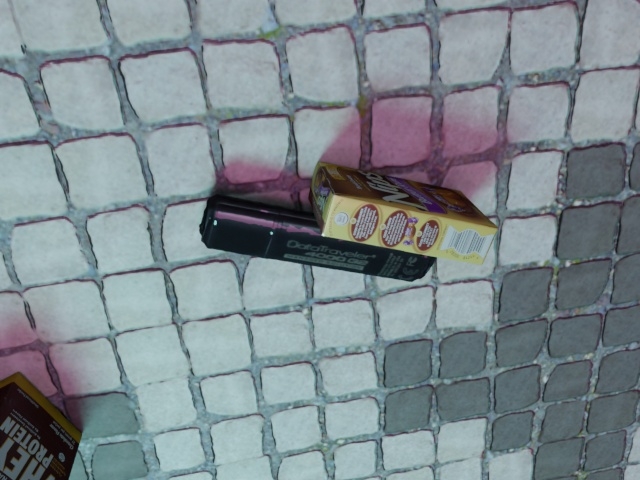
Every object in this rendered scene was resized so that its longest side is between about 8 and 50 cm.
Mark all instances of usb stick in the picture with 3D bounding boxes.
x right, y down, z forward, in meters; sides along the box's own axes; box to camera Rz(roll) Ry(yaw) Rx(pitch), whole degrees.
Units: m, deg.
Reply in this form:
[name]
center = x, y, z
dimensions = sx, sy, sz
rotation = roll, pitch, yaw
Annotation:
[usb stick]
center = 0.000, 0.000, 0.665
dimensions = 0.278, 0.045, 0.077
rotation = 10, 137, -14

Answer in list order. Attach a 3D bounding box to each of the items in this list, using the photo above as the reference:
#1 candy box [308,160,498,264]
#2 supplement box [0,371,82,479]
[candy box]
center = 0.087, -0.032, 0.635
dimensions = 0.187, 0.109, 0.053
rotation = 9, 114, -14
[supplement box]
center = -0.415, 0.296, 0.660
dimensions = 0.191, 0.194, 0.129
rotation = -27, 117, 4
